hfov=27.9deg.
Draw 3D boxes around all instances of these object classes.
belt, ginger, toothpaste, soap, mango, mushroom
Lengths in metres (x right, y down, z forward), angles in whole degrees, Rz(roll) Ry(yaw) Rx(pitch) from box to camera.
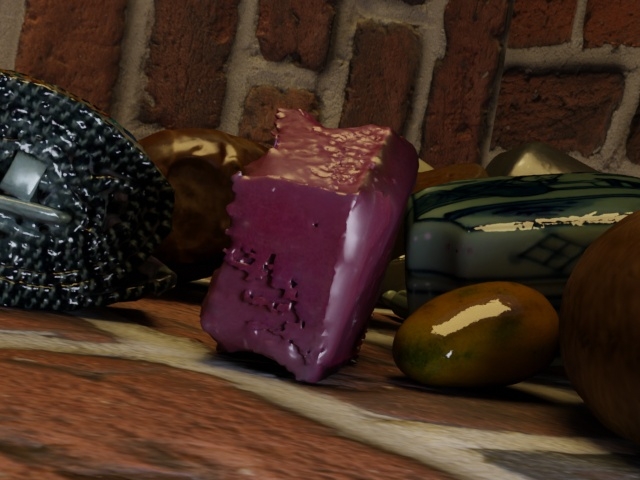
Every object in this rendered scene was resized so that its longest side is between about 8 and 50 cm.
[{"bbox_3d":[-0.275,-0.049,1.172,0.295,0.207,0.160,10,4,-19],"label":"belt"},{"bbox_3d":[-0.184,-0.040,1.493,0.357,0.152,0.274,-7,-3,9],"label":"ginger"},{"bbox_3d":[0.149,0.096,1.573,0.067,0.037,0.255,9,6,-29],"label":"toothpaste"},{"bbox_3d":[0.000,0.000,1.112,0.127,0.220,0.325,18,2,6],"label":"soap"},{"bbox_3d":[0.129,0.082,1.090,0.163,0.089,0.111,-5,0,-22],"label":"mango"},{"bbox_3d":[0.291,0.048,0.928,0.313,0.224,0.397,13,5,30],"label":"mushroom"}]

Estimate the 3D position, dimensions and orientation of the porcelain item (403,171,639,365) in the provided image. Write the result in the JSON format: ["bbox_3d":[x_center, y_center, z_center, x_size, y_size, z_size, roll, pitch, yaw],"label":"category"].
[{"bbox_3d":[0.225,0.020,1.312,0.281,0.157,0.286,-2,12,5],"label":"porcelain item"}]

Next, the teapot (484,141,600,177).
[{"bbox_3d":[0.350,0.035,1.585,0.344,0.253,0.300,15,25,22],"label":"teapot"}]

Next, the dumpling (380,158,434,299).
[{"bbox_3d":[0.063,-0.022,1.903,0.395,0.233,0.315,-7,12,-25],"label":"dumpling"}]

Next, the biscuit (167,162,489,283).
[{"bbox_3d":[0.009,-0.017,1.598,0.368,0.076,0.394,-29,22,-29],"label":"biscuit"}]
